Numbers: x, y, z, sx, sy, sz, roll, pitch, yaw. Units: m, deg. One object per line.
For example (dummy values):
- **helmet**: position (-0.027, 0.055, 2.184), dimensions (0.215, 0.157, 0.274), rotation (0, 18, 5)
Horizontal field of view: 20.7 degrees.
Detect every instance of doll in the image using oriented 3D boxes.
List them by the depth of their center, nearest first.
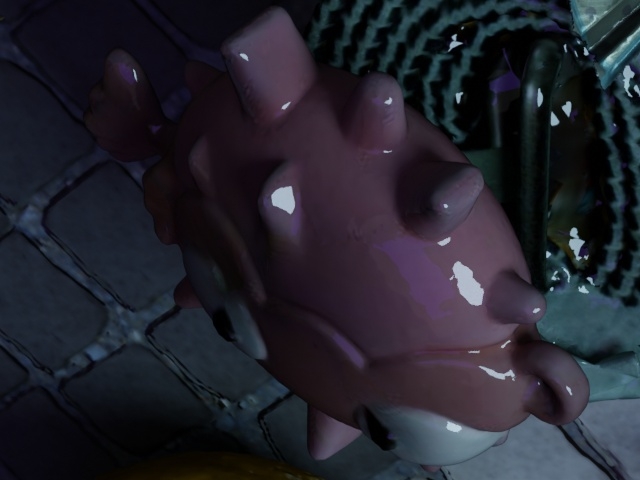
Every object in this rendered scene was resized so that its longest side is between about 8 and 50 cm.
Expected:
- **doll**: position (0.000, 0.000, 0.704), dimensions (0.262, 0.093, 0.211), rotation (36, 146, 24)

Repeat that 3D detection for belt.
- **belt**: position (0.098, -0.054, 0.762), dimensions (0.207, 0.150, 0.257), rotation (13, 127, 21)

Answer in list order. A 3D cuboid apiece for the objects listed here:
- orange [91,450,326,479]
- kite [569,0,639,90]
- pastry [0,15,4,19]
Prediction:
- **orange**: position (-0.077, 0.272, 0.952), dimensions (0.293, 0.340, 0.340), rotation (55, 133, 24)
- **kite**: position (0.120, -0.257, 0.612), dimensions (0.368, 0.014, 0.406), rotation (-4, 99, -5)
- **pastry**: position (-0.213, -0.171, 0.751), dimensions (0.182, 0.192, 0.093), rotation (11, 134, -24)
